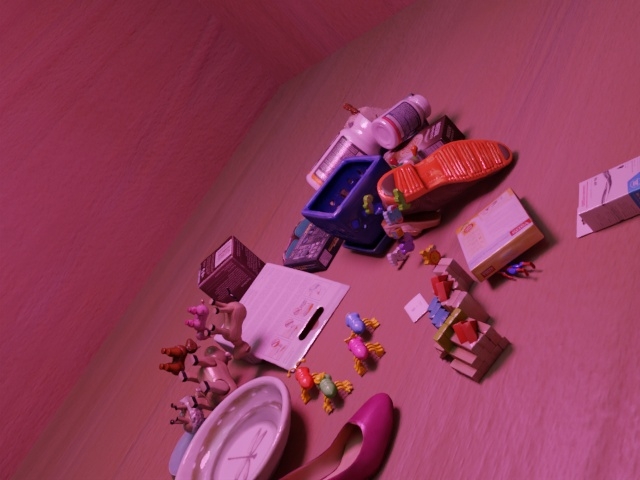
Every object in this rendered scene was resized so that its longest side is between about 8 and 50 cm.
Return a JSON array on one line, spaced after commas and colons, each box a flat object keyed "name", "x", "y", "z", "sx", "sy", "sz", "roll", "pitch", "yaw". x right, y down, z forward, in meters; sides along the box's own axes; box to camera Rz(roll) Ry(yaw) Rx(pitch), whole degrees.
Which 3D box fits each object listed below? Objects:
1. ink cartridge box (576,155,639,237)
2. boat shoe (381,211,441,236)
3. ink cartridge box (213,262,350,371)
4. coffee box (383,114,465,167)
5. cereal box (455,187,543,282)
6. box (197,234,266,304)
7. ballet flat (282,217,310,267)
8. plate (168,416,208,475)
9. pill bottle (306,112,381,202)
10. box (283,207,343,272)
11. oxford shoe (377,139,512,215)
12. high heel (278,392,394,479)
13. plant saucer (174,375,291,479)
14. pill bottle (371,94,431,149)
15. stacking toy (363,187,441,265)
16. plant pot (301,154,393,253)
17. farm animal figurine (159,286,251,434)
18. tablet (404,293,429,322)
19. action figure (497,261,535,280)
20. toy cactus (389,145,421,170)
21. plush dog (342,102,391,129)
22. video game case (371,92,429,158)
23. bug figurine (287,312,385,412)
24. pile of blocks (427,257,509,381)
[{"name": "ink cartridge box", "x": 0.589, "y": -0.088, "z": 1.515, "sx": 0.180, "sy": 0.060, "sz": 0.104, "roll": -28, "pitch": 29, "yaw": 38}, {"name": "boat shoe", "x": 0.255, "y": -0.042, "z": 2.042, "sx": 0.170, "sy": 0.059, "sz": 0.063, "roll": -6, "pitch": 34, "yaw": 28}, {"name": "ink cartridge box", "x": -0.106, "y": 0.238, "z": 2.229, "sx": 0.384, "sy": 0.091, "sz": 0.308, "roll": 13, "pitch": 60, "yaw": 46}, {"name": "coffee box", "x": 0.305, "y": -0.254, "z": 2.253, "sx": 0.246, "sy": 0.098, "sz": 0.141, "roll": -31, "pitch": 26, "yaw": 34}, {"name": "cereal box", "x": 0.405, "y": -0.016, "z": 1.713, "sx": 0.173, "sy": 0.047, "sz": 0.240, "roll": -39, "pitch": 17, "yaw": 17}, {"name": "box", "x": -0.286, "y": 0.128, "z": 2.526, "sx": 0.167, "sy": 0.203, "sz": 0.168, "roll": -41, "pitch": 22, "yaw": 13}, {"name": "ballet flat", "x": -0.076, "y": 0.008, "z": 2.544, "sx": 0.222, "sy": 0.076, "sz": 0.079, "roll": -62, "pitch": 7, "yaw": -32}, {"name": "plate", "x": -0.360, "y": 0.590, "z": 2.118, "sx": 0.188, "sy": 0.024, "sz": 0.188, "roll": -37, "pitch": 25, "yaw": 21}, {"name": "pill bottle", "x": 0.093, "y": -0.261, "z": 2.406, "sx": 0.278, "sy": 0.162, "sz": 0.162, "roll": -51, "pitch": 21, "yaw": 10}, {"name": "box", "x": 0.000, "y": 0.000, "z": 2.420, "sx": 0.183, "sy": 0.059, "sz": 0.233, "roll": -11, "pitch": 41, "yaw": 51}, {"name": "oxford shoe", "x": 0.333, "y": -0.163, "z": 1.983, "sx": 0.363, "sy": 0.133, "sz": 0.130, "roll": -17, "pitch": 55, "yaw": 4}, {"name": "high heel", "x": 0.011, "y": 0.439, "z": 1.499, "sx": 0.127, "sy": 0.181, "sz": 0.377, "roll": -12, "pitch": 40, "yaw": 54}, {"name": "plant saucer", "x": -0.195, "y": 0.526, "z": 1.829, "sx": 0.400, "sy": 0.100, "sz": 0.400, "roll": -38, "pitch": 24, "yaw": 20}, {"name": "pill bottle", "x": 0.254, "y": -0.371, "z": 2.295, "sx": 0.180, "sy": 0.108, "sz": 0.108, "roll": -38, "pitch": 18, "yaw": -22}, {"name": "stacking toy", "x": 0.206, "y": -0.031, "z": 1.911, "sx": 0.052, "sy": 0.221, "sz": 0.167, "roll": -33, "pitch": 13, "yaw": -26}, {"name": "plant pot", "x": 0.121, "y": -0.094, "z": 2.164, "sx": 0.236, "sy": 0.212, "sz": 0.236, "roll": -52, "pitch": 24, "yaw": -13}, {"name": "farm animal figurine", "x": -0.301, "y": 0.350, "z": 2.130, "sx": 0.330, "sy": 0.172, "sz": 0.327, "roll": -40, "pitch": 51, "yaw": 34}, {"name": "tablet", "x": 0.233, "y": 0.163, "z": 1.800, "sx": 0.054, "sy": 0.006, "sz": 0.083, "roll": -44, "pitch": 22, "yaw": 7}, {"name": "action figure", "x": 0.417, "y": 0.064, "z": 1.611, "sx": 0.038, "sy": 0.030, "sz": 0.115, "roll": -47, "pitch": 17, "yaw": -17}, {"name": "toy cactus", "x": 0.281, "y": -0.210, "z": 2.080, "sx": 0.218, "sy": 0.180, "sz": 0.112, "roll": 12, "pitch": 96, "yaw": 25}, {"name": "plush dog", "x": 0.137, "y": -0.369, "z": 2.672, "sx": 0.263, "sy": 0.210, "sz": 0.225, "roll": -65, "pitch": 4, "yaw": -38}, {"name": "video game case", "x": 0.234, "y": -0.324, "z": 2.434, "sx": 0.274, "sy": 0.026, "sz": 0.196, "roll": -34, "pitch": 69, "yaw": 30}, {"name": "bug figurine", "x": 0.040, "y": 0.293, "z": 1.840, "sx": 0.279, "sy": 0.072, "sz": 0.216, "roll": -47, "pitch": 22, "yaw": -2}, {"name": "pile of blocks", "x": 0.274, "y": 0.153, "z": 1.604, "sx": 0.149, "sy": 0.112, "sz": 0.362, "roll": -41, "pitch": 22, "yaw": 14}]
